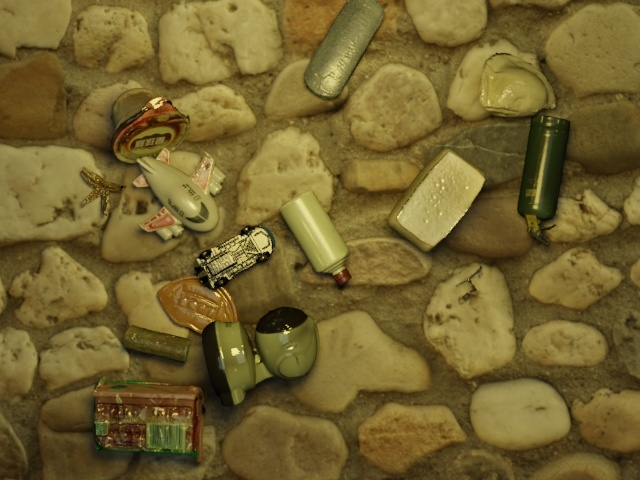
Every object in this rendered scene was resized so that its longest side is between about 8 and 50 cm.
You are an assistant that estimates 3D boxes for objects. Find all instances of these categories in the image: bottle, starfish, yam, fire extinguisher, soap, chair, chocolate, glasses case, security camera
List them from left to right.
[{"bbox_3d":[-0.551,-0.129,1.800,0.130,0.041,0.133,-6,96,10],"label":"starfish"},{"bbox_3d":[-0.443,-0.306,1.737,0.221,0.221,0.147,-30,75,1],"label":"chocolate"},{"bbox_3d":[-0.432,0.453,1.771,0.273,0.098,0.217,2,90,2],"label":"soap"},{"bbox_3d":[-0.413,0.265,1.788,0.169,0.068,0.068,13,90,5],"label":"yam"},{"bbox_3d":[-0.138,0.267,1.724,0.277,0.197,0.191,-12,99,-5],"label":"security camera"},{"bbox_3d":[0.000,0.000,1.756,0.104,0.104,0.245,-31,88,1],"label":"bottle"},{"bbox_3d":[0.059,-0.491,1.773,0.109,0.067,0.282,30,92,4],"label":"glasses case"},{"bbox_3d":[0.386,0.106,1.779,0.086,0.037,0.042,-39,77,5],"label":"chair"},{"bbox_3d":[0.553,-0.148,1.740,0.095,0.114,0.311,9,92,-43],"label":"fire extinguisher"}]

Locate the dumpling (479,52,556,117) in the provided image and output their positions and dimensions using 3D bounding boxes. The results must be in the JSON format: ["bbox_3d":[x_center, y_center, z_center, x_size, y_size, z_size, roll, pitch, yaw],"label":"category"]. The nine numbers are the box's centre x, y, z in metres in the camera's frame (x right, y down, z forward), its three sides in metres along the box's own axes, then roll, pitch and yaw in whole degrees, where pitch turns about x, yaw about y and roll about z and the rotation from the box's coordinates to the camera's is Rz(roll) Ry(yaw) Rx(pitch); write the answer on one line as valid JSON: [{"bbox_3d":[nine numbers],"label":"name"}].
[{"bbox_3d":[0.476,-0.385,1.733,0.247,0.142,0.172,-4,80,-32],"label":"dumpling"}]

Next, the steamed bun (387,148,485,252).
[{"bbox_3d":[0.282,-0.097,1.718,0.146,0.164,0.241,37,90,0],"label":"steamed bun"}]

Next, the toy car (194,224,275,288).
[{"bbox_3d":[-0.216,0.039,1.783,0.216,0.063,0.103,-30,89,-9],"label":"toy car"}]

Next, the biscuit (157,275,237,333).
[{"bbox_3d":[-0.311,0.163,1.802,0.221,0.029,0.142,25,90,2],"label":"biscuit"}]

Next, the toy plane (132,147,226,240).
[{"bbox_3d":[-0.357,-0.119,1.761,0.252,0.118,0.252,0,93,1],"label":"toy plane"}]
